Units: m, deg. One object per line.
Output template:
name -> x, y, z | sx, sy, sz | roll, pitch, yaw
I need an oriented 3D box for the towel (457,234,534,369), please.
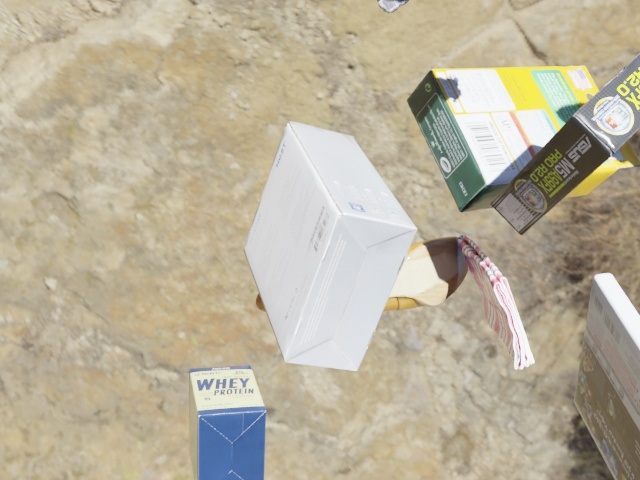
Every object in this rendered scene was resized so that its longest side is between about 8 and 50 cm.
towel -> 0.242, 0.083, 1.336 | 0.029, 0.197, 0.144 | -22, 110, 0

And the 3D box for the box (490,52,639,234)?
box -> 0.327, -0.131, 1.090 | 0.216, 0.270, 0.060 | -40, 82, -19

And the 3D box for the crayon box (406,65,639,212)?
crayon box -> 0.313, -0.162, 1.438 | 0.323, 0.203, 0.083 | -8, 154, -31

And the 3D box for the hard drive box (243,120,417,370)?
hard drive box -> 0.000, 0.000, 1.035 | 0.089, 0.232, 0.181 | 10, 117, -22

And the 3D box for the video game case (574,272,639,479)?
video game case -> 0.285, 0.154, 0.861 | 0.022, 0.190, 0.173 | -8, 127, -6

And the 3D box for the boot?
boot -> 0.064, 0.050, 1.420 | 0.295, 0.211, 0.104 | -24, 114, -37

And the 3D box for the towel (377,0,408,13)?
towel -> 0.174, -0.420, 1.339 | 0.235, 0.283, 0.121 | -12, 109, 9

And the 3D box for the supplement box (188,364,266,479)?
supplement box -> -0.081, 0.162, 0.802 | 0.056, 0.083, 0.083 | -1, 109, -13
